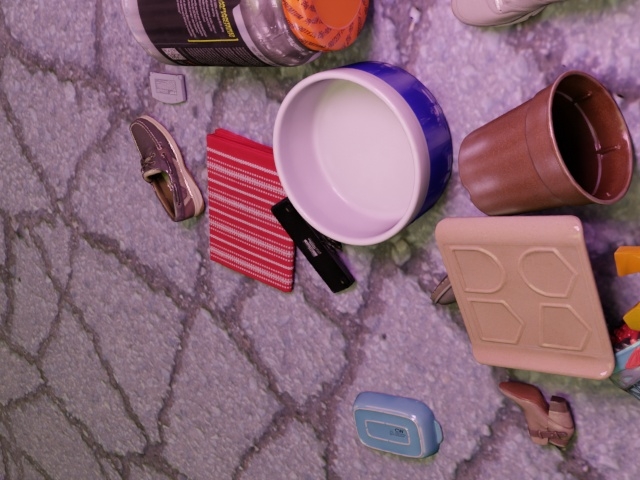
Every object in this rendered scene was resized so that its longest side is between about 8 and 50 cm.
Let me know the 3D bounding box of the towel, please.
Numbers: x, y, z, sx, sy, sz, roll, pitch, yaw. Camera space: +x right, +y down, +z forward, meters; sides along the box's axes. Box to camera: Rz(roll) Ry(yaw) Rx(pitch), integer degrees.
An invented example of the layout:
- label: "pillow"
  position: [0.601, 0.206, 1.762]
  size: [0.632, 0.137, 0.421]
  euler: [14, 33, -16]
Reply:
- label: "towel"
  position: [-0.124, -0.053, 1.419]
  size: [0.199, 0.031, 0.275]
  euler: [22, 125, 28]

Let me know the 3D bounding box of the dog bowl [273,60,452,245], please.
- label: "dog bowl"
  position: [0.061, -0.132, 1.179]
  size: [0.265, 0.104, 0.265]
  euler: [18, 121, 33]

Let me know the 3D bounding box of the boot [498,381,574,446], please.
- label: "boot"
  position: [0.329, 0.270, 1.197]
  size: [0.118, 0.042, 0.087]
  euler: [14, 121, 35]

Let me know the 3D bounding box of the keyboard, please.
- label: "keyboard"
  position: [0.000, 0.000, 1.339]
  size: [0.192, 0.038, 0.100]
  euler: [53, 146, -9]

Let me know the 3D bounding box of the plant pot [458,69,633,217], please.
- label: "plant pot"
  position: [0.276, -0.105, 0.989]
  size: [0.165, 0.167, 0.167]
  euler: [-21, 97, 50]

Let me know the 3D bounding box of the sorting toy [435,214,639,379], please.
- label: "sorting toy"
  position: [0.308, 0.071, 1.010]
  size: [0.307, 0.041, 0.229]
  euler: [1, 118, 43]

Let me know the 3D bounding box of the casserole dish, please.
- label: "casserole dish"
  position: [0.128, 0.334, 1.394]
  size: [0.188, 0.037, 0.114]
  euler: [2, 112, 38]

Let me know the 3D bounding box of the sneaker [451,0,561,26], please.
- label: "sneaker"
  position: [0.257, -0.316, 0.920]
  size: [0.262, 0.121, 0.099]
  euler: [-10, 103, 42]

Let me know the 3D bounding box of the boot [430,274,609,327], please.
- label: "boot"
  position: [0.284, 0.101, 1.142]
  size: [0.208, 0.076, 0.190]
  euler: [45, 134, 5]

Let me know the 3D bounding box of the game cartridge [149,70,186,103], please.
- label: "game cartridge"
  position: [-0.282, -0.283, 1.447]
  size: [0.083, 0.017, 0.056]
  euler: [14, 115, 34]

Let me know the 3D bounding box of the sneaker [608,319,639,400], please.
- label: "sneaker"
  position: [0.479, 0.134, 0.986]
  size: [0.125, 0.104, 0.262]
  euler: [49, 142, -3]

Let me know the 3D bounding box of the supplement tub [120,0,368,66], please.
- label: "supplement tub"
  position: [-0.111, -0.359, 1.141]
  size: [0.338, 0.207, 0.207]
  euler: [10, 117, 36]

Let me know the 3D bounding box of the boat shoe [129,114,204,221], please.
- label: "boat shoe"
  position: [-0.306, -0.137, 1.496]
  size: [0.080, 0.073, 0.223]
  euler: [-31, 90, 43]
